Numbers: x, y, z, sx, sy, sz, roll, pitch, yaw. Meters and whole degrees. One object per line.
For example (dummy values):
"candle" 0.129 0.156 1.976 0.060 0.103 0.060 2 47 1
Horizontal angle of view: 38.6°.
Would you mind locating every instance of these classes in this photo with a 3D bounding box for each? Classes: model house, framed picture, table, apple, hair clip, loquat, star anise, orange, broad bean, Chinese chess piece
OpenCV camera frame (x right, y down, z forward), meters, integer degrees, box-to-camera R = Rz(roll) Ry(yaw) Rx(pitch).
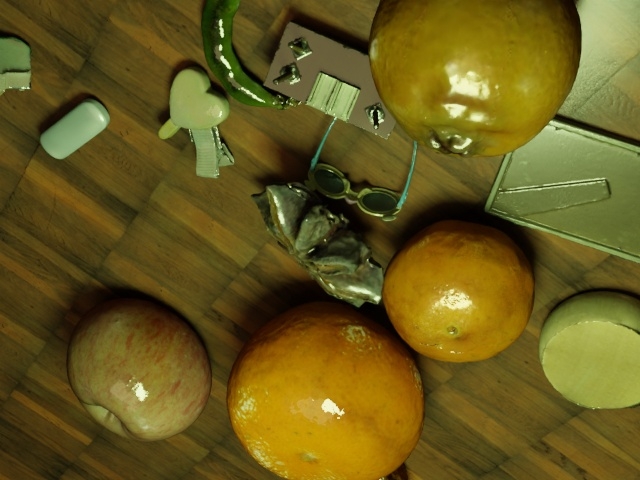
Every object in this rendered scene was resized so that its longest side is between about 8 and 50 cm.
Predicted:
"model house" -0.614 -0.333 1.780 0.101 0.087 0.100 -3 157 -18
"framed picture" 0.471 -0.091 1.622 0.315 0.024 0.232 18 129 4
"table" 0.029 -0.270 1.559 0.240 0.111 0.121 23 108 0
"apple" -0.417 0.303 2.054 0.345 0.269 0.344 9 129 12
"hair clip" -0.237 -0.225 1.739 0.159 0.071 0.218 1 121 21
"loquat" 0.229 -0.285 1.378 0.329 0.328 0.328 9 127 12
"star anise" 0.002 0.002 1.721 0.117 0.332 0.331 -45 107 -6
"orange" 0.014 0.316 1.883 0.424 0.326 0.424 9 141 8
"broad bean" -0.143 -0.350 1.626 0.144 0.049 0.292 -12 123 19
"Chinese chess piece" 0.550 0.215 1.770 0.250 0.103 0.249 10 128 13
"orange" 0.259 0.097 1.706 0.284 0.226 0.283 6 129 8

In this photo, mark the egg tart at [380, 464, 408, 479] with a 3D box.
"egg tart" 0.112 0.569 2.126 0.147 0.202 0.202 -26 114 23

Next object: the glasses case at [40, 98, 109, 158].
"glasses case" -0.494 -0.223 1.835 0.178 0.045 0.067 -28 113 32

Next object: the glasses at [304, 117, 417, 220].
"glasses" 0.093 -0.167 1.686 0.190 0.088 0.220 23 109 3
